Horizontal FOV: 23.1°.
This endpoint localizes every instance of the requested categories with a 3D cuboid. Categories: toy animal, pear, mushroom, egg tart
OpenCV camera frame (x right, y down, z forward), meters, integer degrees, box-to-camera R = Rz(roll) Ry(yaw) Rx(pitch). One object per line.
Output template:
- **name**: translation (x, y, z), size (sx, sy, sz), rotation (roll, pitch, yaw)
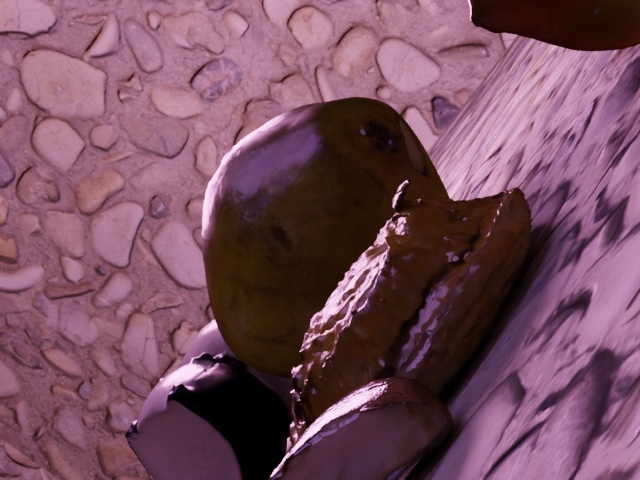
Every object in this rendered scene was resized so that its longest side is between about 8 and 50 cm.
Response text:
- **toy animal**: translation (-0.089, 0.173, 1.748), size (0.187, 0.165, 0.235), rotation (-40, 11, 48)
- **pear**: translation (0.000, 0.000, 1.576), size (0.269, 0.269, 0.321), rotation (-55, -6, -38)
- **mushroom**: translation (0.007, 0.159, 1.009), size (0.210, 0.072, 0.094), rotation (-54, -7, 25)
- **egg tart**: translation (0.058, 0.051, 1.181), size (0.291, 0.107, 0.291), rotation (-53, 2, 3)

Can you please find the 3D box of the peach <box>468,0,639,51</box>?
- **peach**: translation (0.202, -0.243, 1.149), size (0.257, 0.232, 0.232), rotation (-37, 1, -3)
